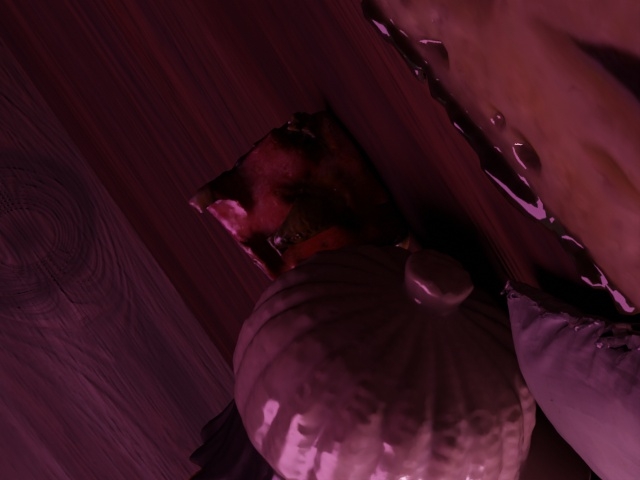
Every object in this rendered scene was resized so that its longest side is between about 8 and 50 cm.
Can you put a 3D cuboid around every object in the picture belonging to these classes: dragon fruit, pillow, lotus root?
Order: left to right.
[{"bbox_3d":[0.000,0.000,0.824,0.096,0.102,0.147,55,-179,32],"label":"dragon fruit"},{"bbox_3d":[0.082,-0.062,0.357,0.261,0.074,0.170,53,168,13],"label":"lotus root"},{"bbox_3d":[0.151,0.083,0.569,0.128,0.051,0.229,59,170,-12],"label":"pillow"}]

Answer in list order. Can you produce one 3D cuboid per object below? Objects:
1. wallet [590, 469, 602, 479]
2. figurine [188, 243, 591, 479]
[{"bbox_3d":[0.235,0.240,0.760,0.244,0.025,0.124,54,169,-2],"label":"wallet"},{"bbox_3d":[-0.016,0.146,0.760,0.204,0.332,0.185,37,-161,-45],"label":"figurine"}]
